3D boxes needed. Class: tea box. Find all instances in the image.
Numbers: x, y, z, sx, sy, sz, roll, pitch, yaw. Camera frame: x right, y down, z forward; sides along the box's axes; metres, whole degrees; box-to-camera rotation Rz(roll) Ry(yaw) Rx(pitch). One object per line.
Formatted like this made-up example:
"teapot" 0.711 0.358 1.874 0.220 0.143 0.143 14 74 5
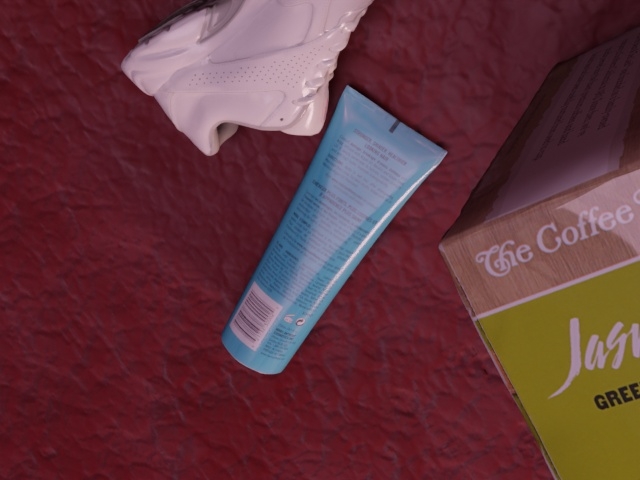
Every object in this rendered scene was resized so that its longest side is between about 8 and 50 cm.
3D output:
"tea box" 0.256 0.042 0.624 0.220 0.329 0.323 -22 101 26

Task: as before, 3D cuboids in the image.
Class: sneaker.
"sneaker" -0.013 -0.129 0.795 0.232 0.090 0.115 -24 108 35

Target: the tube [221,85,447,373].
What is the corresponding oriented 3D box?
"tube" 0.000 0.000 0.858 0.080 0.052 0.207 32 113 -1
